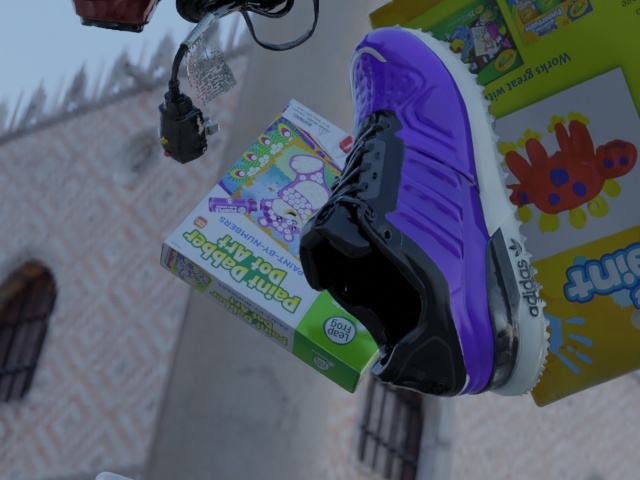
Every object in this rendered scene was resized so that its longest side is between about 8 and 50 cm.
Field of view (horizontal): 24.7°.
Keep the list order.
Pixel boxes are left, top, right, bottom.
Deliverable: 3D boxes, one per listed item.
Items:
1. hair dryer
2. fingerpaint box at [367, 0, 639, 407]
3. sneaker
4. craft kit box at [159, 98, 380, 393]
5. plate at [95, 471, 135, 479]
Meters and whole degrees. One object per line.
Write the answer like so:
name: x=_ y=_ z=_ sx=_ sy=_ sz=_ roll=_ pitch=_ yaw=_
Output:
hair dryer: x=-0.114 y=-0.231 z=1.164 sx=0.080 sy=0.223 sz=0.293 roll=11 pitch=-41 yaw=32
fingerpaint box: x=0.311 y=-0.118 z=1.159 sx=0.445 sy=0.371 sz=0.163 roll=-28 pitch=-8 yaw=36
sneaker: x=0.049 y=-0.027 z=1.013 sx=0.146 sy=0.293 sz=0.102 roll=-4 pitch=-28 yaw=-26
craft kit box: x=0.000 y=0.000 z=1.564 sx=0.250 sy=0.246 sz=0.061 roll=33 pitch=-29 yaw=10
plate: x=-0.044 y=0.292 z=1.032 sx=0.278 sy=0.277 sz=0.045 roll=20 pitch=-71 yaw=-12
